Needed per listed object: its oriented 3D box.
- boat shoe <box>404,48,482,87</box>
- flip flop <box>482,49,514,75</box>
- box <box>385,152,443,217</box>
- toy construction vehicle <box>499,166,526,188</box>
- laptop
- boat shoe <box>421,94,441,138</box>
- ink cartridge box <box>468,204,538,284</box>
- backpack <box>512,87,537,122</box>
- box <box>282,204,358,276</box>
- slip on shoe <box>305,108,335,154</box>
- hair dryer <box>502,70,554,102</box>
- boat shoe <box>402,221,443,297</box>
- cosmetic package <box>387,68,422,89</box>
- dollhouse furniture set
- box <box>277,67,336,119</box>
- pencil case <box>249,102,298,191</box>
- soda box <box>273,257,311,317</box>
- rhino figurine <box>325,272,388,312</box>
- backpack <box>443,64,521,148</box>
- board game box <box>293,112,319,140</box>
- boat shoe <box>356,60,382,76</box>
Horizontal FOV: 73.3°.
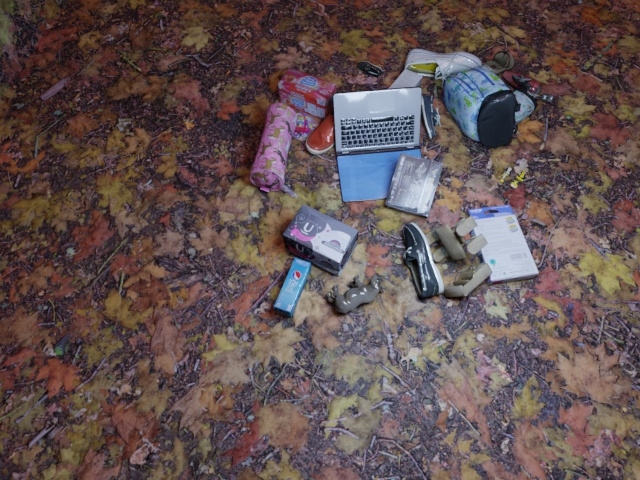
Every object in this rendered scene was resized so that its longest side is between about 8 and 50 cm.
[{"bbox_3d":[0.585,-0.827,2.084,0.366,0.136,0.157,15,63,11],"label":"boat shoe"},{"bbox_3d":[0.882,-0.885,2.113,0.112,0.080,0.277,39,50,20],"label":"flip flop"},{"bbox_3d":[0.384,-0.227,1.775,0.182,0.056,0.231,16,88,9],"label":"box"},{"bbox_3d":[0.824,-0.269,1.850,0.085,0.035,0.098,33,70,5],"label":"toy construction vehicle"},{"bbox_3d":[0.261,-0.410,1.827,0.381,0.408,0.236,-5,29,-2],"label":"laptop"},{"bbox_3d":[0.507,-0.573,1.981,0.079,0.095,0.255,-8,53,10],"label":"boat shoe"},{"bbox_3d":[0.702,0.012,1.688,0.185,0.065,0.311,-8,65,-3],"label":"ink cartridge box"},{"bbox_3d":[0.886,-0.606,1.974,0.182,0.115,0.152,-40,71,-15],"label":"backpack"},{"bbox_3d":[0.000,0.000,1.664,0.247,0.142,0.163,26,66,14],"label":"box"},{"bbox_3d":[0.049,-0.519,1.955,0.123,0.101,0.331,37,71,15],"label":"slip on shoe"},{"bbox_3d":[0.947,-0.747,2.005,0.223,0.080,0.294,27,20,-21],"label":"hair dryer"},{"bbox_3d":[0.368,0.071,1.636,0.091,0.114,0.303,-14,62,-12],"label":"boat shoe"},{"bbox_3d":[0.388,-0.719,2.073,0.098,0.060,0.239,33,68,14],"label":"cosmetic package"},{"bbox_3d":[0.489,0.063,1.579,0.161,0.212,0.242,-33,94,-23],"label":"dollhouse furniture set"},{"bbox_3d":[-0.061,-0.692,2.031,0.256,0.128,0.123,24,66,14],"label":"box"},{"bbox_3d":[-0.201,-0.404,1.863,0.159,0.167,0.387,-5,60,25],"label":"pencil case"},{"bbox_3d":[-0.102,0.176,1.615,0.067,0.071,0.210,19,65,10],"label":"soda box"},{"bbox_3d":[0.147,0.190,1.603,0.243,0.073,0.106,-23,61,-12],"label":"rhino figurine"},{"bbox_3d":[0.697,-0.613,1.900,0.273,0.290,0.356,-8,55,13],"label":"backpack"},{"bbox_3d":[-0.090,-0.544,2.010,0.133,0.033,0.168,-40,69,-17],"label":"board game box"},{"bbox_3d":[0.241,-0.859,2.156,0.132,0.049,0.042,23,57,8],"label":"boat shoe"}]
